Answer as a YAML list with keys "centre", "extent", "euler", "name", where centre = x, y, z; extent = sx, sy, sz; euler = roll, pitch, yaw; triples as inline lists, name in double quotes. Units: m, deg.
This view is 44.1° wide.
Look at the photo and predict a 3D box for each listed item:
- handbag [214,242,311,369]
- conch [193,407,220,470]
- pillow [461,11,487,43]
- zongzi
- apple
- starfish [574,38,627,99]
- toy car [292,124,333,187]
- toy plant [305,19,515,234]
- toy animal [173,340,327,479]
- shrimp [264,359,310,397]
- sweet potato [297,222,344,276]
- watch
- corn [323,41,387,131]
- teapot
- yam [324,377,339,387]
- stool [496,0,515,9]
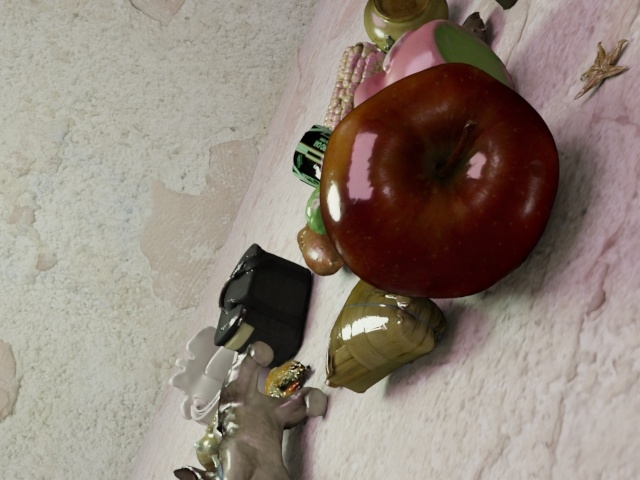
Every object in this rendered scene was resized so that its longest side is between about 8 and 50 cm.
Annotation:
- centre: [-0.136, 0.145, 1.760]
  extent: [0.181, 0.181, 0.255]
  euler: [-45, 25, 45]
  name: "handbag"
- centre: [-0.194, 0.471, 1.663]
  extent: [0.137, 0.114, 0.234]
  euler: [124, 129, -66]
  name: "conch"
- centre: [0.245, -0.299, 1.374]
  extent: [0.241, 0.051, 0.093]
  euler: [-68, 16, -11]
  name: "pillow"
- centre: [0.115, 0.085, 1.177]
  extent: [0.228, 0.115, 0.256]
  euler: [-41, 19, 51]
  name: "zongzi"
- centre: [0.137, -0.061, 0.982]
  extent: [0.317, 0.288, 0.288]
  euler: [124, 167, -79]
  name: "apple"
- centre: [0.344, -0.208, 0.971]
  extent: [0.092, 0.016, 0.086]
  euler: [-55, 17, 20]
  name: "starfish"
- centre: [0.024, -0.164, 1.680]
  extent: [0.306, 0.125, 0.136]
  euler: [34, 101, 50]
  name: "toy car"
- centre: [0.142, -0.178, 1.274]
  extent: [0.356, 0.210, 0.317]
  euler: [-54, 3, 39]
  name: "toy plant"
- centre: [-0.139, 0.397, 1.416]
  extent: [0.302, 0.194, 0.344]
  euler: [-41, 26, 47]
  name: "toy animal"
- centre: [-0.068, 0.293, 1.600]
  extent: [0.190, 0.042, 0.101]
  euler: [-48, 44, 48]
  name: "shrimp"
- centre: [0.000, 0.000, 1.683]
  extent: [0.385, 0.109, 0.109]
  euler: [-123, 58, -79]
  name: "sweet potato"
- centre: [-0.224, 0.313, 1.834]
  extent: [0.231, 0.196, 0.244]
  euler: [-28, 38, 56]
  name: "watch"
- centre: [0.074, -0.301, 1.851]
  extent: [0.126, 0.126, 0.335]
  euler: [173, 114, -73]
  name: "corn"
- centre: [0.183, -0.432, 1.632]
  extent: [0.183, 0.173, 0.270]
  euler: [66, -171, -62]
  name: "teapot"
- centre: [0.046, 0.187, 1.376]
  extent: [0.145, 0.032, 0.032]
  euler: [-68, 15, -3]
  name: "yam"
- centre: [0.278, -0.591, 1.365]
  extent: [0.310, 0.226, 0.310]
  euler: [-57, 17, 29]
  name: "stool"
